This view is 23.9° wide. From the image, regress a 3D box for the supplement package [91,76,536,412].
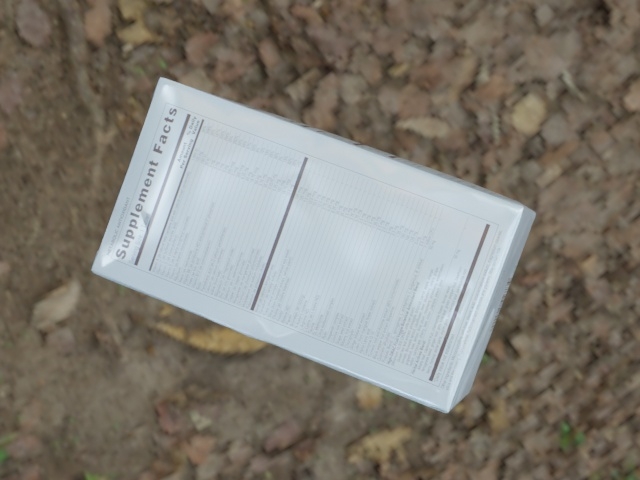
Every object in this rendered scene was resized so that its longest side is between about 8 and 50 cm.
[{"bbox_3d":[0.000,0.000,0.985,0.134,0.244,0.139,4,107,-79],"label":"supplement package"}]
